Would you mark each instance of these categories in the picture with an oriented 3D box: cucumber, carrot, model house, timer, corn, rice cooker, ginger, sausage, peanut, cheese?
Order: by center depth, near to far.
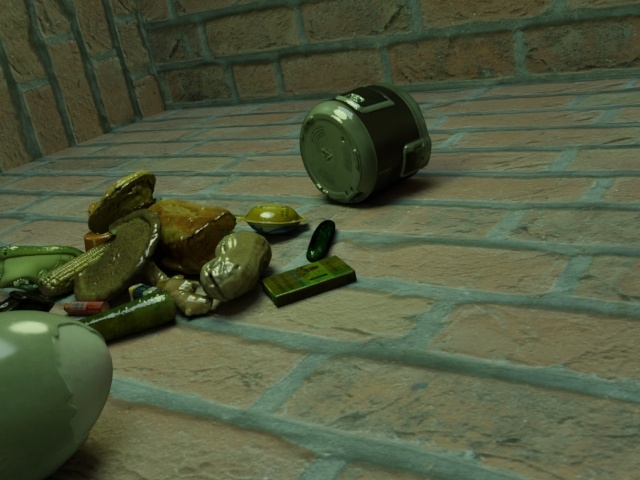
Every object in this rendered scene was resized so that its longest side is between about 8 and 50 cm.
[{"bbox_3d":[-0.492,0.192,1.589,0.358,0.074,0.074,-17,21,-10],"label":"carrot"},{"bbox_3d":[-0.193,0.056,1.693,0.130,0.130,0.290,-7,20,12],"label":"peanut"},{"bbox_3d":[-0.341,0.112,1.712,0.089,0.075,0.288,-44,36,-17],"label":"ginger"},{"bbox_3d":[-0.730,0.161,1.740,0.165,0.106,0.152,16,35,43],"label":"model house"},{"bbox_3d":[-0.570,0.163,1.755,0.129,0.034,0.034,-3,22,24],"label":"sausage"},{"bbox_3d":[0.000,0.000,1.848,0.056,0.056,0.284,-7,17,12],"label":"cucumber"},{"bbox_3d":[-0.623,0.068,1.959,0.086,0.087,0.288,8,30,41],"label":"corn"},{"bbox_3d":[-0.171,-0.062,2.018,0.270,0.069,0.177,1,11,-5],"label":"cheese"},{"bbox_3d":[-0.654,-0.044,2.168,0.132,0.152,0.132,-10,21,4],"label":"timer"},{"bbox_3d":[0.142,-0.298,2.174,0.325,0.335,0.335,-26,25,-35],"label":"rice cooker"}]

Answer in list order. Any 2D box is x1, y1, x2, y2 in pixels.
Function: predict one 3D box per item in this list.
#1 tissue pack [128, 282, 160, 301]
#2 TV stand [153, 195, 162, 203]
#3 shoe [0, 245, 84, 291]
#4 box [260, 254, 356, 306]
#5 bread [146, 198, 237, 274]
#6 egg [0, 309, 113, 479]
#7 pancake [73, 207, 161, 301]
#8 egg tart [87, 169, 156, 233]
[{"bbox_3d":[-0.405,0.137,1.693,0.083,0.062,0.042,8,25,41],"label":"tissue pack"},{"bbox_3d":[-0.522,-0.056,2.232,0.088,0.083,0.269,-16,22,-5],"label":"TV stand"},{"bbox_3d":[-0.766,0.074,1.955,0.140,0.128,0.262,-2,-8,43],"label":"shoe"},{"bbox_3d":[-0.028,0.090,1.660,0.193,0.030,0.121,-17,21,-15],"label":"box"},{"bbox_3d":[-0.361,-0.003,1.918,0.344,0.149,0.195,13,44,47],"label":"bread"},{"bbox_3d":[-0.488,0.248,1.146,0.336,0.278,0.278,-26,25,-25],"label":"egg"},{"bbox_3d":[-0.517,0.037,1.848,0.288,0.033,0.286,-35,41,9],"label":"pancake"},{"bbox_3d":[-0.539,-0.094,2.031,0.241,0.106,0.241,-47,-4,-4],"label":"egg tart"}]
